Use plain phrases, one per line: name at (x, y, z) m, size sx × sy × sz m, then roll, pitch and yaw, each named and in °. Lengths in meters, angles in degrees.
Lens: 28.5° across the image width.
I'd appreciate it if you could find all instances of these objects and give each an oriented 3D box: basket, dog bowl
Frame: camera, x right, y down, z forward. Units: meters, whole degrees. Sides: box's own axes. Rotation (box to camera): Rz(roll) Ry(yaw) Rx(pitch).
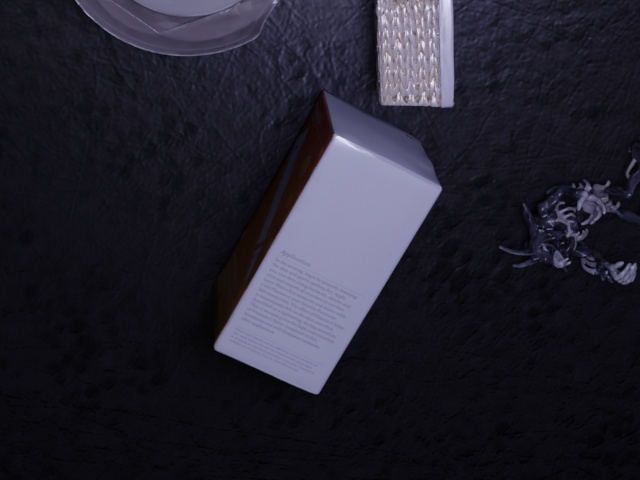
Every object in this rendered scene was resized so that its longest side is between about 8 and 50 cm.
basket at (0.126, -0.271, 1.712) m, size 0.103 × 0.113 × 0.167 m, roll -2°, pitch 113°, yaw 1°
dog bowl at (-0.174, -0.419, 1.631) m, size 0.348 × 0.102 × 0.349 m, roll -1°, pitch 112°, yaw -3°

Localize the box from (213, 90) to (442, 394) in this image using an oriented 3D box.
box at (0.000, 0.000, 1.758) m, size 0.168 × 0.215 × 0.345 m, roll 26°, pitch 108°, yaw -14°

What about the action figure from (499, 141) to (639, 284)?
action figure at (0.400, -0.027, 1.822) m, size 0.275 × 0.141 × 0.164 m, roll -35°, pitch 123°, yaw 8°
